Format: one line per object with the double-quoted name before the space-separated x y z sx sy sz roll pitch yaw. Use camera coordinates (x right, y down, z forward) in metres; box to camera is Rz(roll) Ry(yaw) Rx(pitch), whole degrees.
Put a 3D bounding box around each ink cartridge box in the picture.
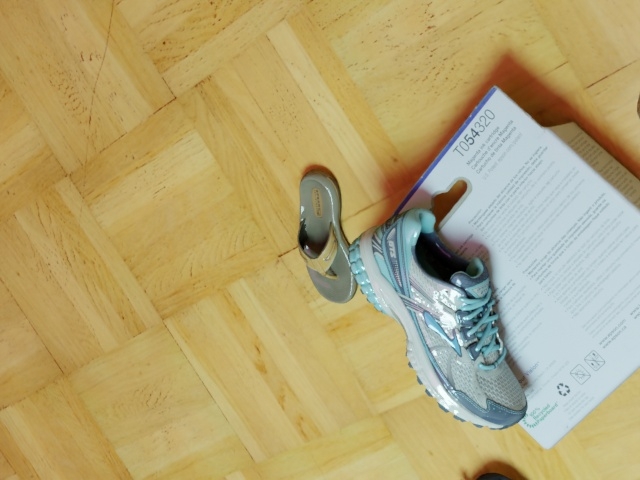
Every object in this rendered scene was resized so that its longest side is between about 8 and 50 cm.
"ink cartridge box" 0.246 0.030 1.496 0.330 0.071 0.324 45 129 9

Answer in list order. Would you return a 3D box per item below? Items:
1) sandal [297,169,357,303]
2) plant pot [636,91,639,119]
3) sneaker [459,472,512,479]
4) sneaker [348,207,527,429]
"sandal" 0.000 0.000 1.644 0.072 0.049 0.180 4 115 31
"plant pot" 0.506 -0.108 1.131 0.305 0.334 0.334 46 129 -9
"sneaker" 0.270 0.389 1.669 0.234 0.084 0.097 48 152 4
"sneaker" 0.152 0.088 1.476 0.122 0.110 0.283 -39 88 36
